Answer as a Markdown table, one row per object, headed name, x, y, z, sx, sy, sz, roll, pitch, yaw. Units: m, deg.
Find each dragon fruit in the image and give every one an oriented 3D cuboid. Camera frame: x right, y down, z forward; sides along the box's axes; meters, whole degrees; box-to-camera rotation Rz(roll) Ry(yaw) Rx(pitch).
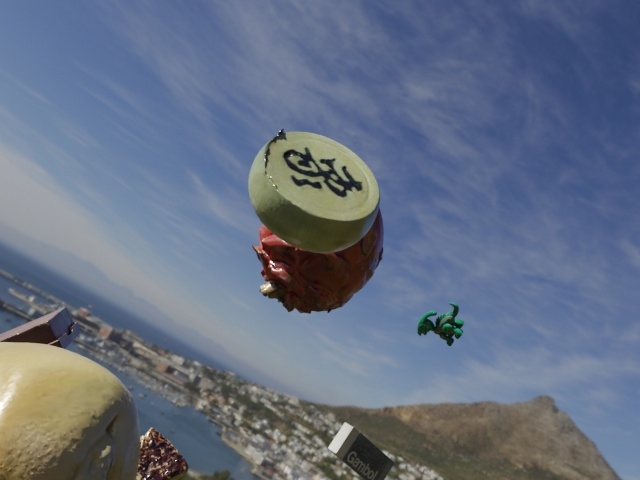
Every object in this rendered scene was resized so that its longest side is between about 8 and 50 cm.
| name | x | y | z | sx | sy | sz | roll | pitch | yaw |
| --- | --- | --- | --- | --- | --- | --- | --- | --- | --- |
| dragon fruit | 0.000 | 0.000 | 1.224 | 0.277 | 0.343 | 0.277 | 37 | -2 | 1 |

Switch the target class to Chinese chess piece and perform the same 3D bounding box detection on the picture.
| name | x | y | z | sx | sy | sz | roll | pitch | yaw |
| --- | --- | --- | --- | --- | --- | --- | --- | --- | --- |
| Chinese chess piece | -0.006 | -0.054 | 0.598 | 0.144 | 0.144 | 0.059 | 29 | -47 | -2 |

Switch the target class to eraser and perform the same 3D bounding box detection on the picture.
| name | x | y | z | sx | sy | sz | roll | pitch | yaw |
| --- | --- | --- | --- | --- | --- | --- | --- | --- | --- |
| eraser | 0.116 | 0.600 | 1.563 | 0.212 | 0.092 | 0.046 | 49 | -21 | -28 |

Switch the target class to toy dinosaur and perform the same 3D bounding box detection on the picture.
| name | x | y | z | sx | sy | sz | roll | pitch | yaw |
| --- | --- | --- | --- | --- | --- | --- | --- | --- | --- |
| toy dinosaur | 0.298 | 0.202 | 1.369 | 0.096 | 0.059 | 0.132 | 30 | -58 | -1 |

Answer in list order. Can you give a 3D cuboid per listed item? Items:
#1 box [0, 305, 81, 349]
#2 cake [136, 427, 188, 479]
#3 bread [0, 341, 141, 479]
| name | x | y | z | sx | sy | sz | roll | pitch | yaw |
| --- | --- | --- | --- | --- | --- | --- | --- | --- | --- |
| box | -0.748 | 0.263 | 1.425 | 0.215 | 0.215 | 0.086 | -164 | -129 | -78 |
| cake | -0.413 | 0.496 | 1.153 | 0.135 | 0.245 | 0.112 | 48 | -52 | 23 |
| bread | -0.430 | 0.306 | 0.736 | 0.375 | 0.349 | 0.253 | -1 | -22 | 34 |
